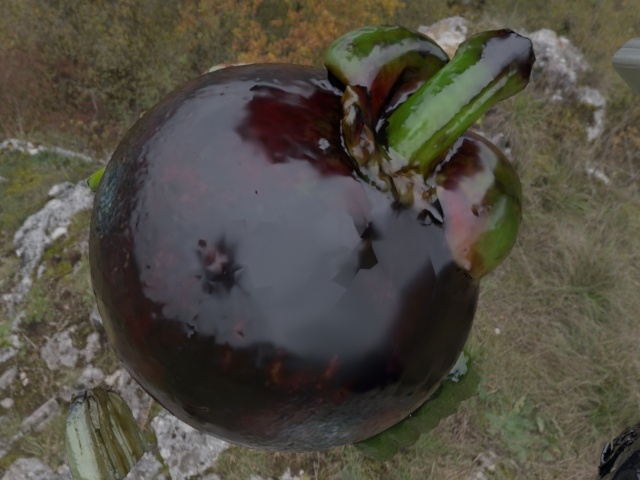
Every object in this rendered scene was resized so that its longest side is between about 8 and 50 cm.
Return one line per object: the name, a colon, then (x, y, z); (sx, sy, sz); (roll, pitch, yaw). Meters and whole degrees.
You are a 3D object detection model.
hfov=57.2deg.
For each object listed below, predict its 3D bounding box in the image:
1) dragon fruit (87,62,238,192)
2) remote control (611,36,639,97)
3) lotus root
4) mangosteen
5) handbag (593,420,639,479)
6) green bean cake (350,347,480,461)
dragon fruit: (-0.118, -0.094, 0.700); (0.269, 0.200, 0.198); (-28, 65, 20)
remote control: (0.255, -0.091, 0.372); (0.087, 0.029, 0.190); (39, 15, -13)
lotus root: (-0.325, 0.286, 0.852); (0.070, 0.143, 0.144); (-24, 86, 10)
mangosteen: (0.000, 0.000, 0.443); (0.306, 0.360, 0.305); (18, 62, -38)
handbag: (0.464, 0.378, 0.899); (0.089, 0.254, 0.211); (24, 97, 27)
green bean cake: (0.128, 0.253, 1.258); (0.319, 0.218, 0.335); (-40, 54, -3)
